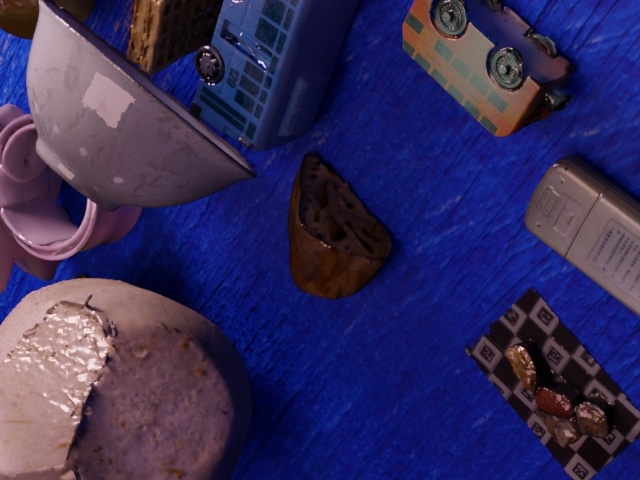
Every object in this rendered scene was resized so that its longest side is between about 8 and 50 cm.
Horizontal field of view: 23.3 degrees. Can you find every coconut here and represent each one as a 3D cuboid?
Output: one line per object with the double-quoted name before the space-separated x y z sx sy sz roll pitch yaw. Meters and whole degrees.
"coconut" -0.278 0.220 1.951 0.360 0.346 0.346 -10 103 65

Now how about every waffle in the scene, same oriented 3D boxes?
"waffle" -0.160 -0.257 1.758 0.042 0.148 0.102 25 124 20

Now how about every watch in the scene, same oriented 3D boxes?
"watch" -0.348 -0.051 2.010 0.217 0.211 0.248 4 103 33

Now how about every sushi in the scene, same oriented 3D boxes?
"sushi" 0.241 0.161 1.660 0.201 0.031 0.139 50 135 14

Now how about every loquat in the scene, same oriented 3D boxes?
"loquat" -0.357 -0.323 1.915 0.195 0.152 0.152 6 113 32

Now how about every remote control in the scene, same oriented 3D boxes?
"remote control" 0.307 0.015 1.526 0.233 0.038 0.098 40 132 21

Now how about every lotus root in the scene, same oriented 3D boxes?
"lotus root" 0.001 0.002 1.770 0.159 0.095 0.135 42 136 28

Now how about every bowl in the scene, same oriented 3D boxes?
"bowl" -0.234 -0.122 1.760 0.313 0.313 0.146 41 94 22

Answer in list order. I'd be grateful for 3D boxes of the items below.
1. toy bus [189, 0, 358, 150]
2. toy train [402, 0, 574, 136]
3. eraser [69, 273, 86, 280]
"toy bus" -0.047 -0.215 1.694 0.133 0.116 0.234 37 129 22
"toy train" 0.165 -0.183 1.542 0.188 0.072 0.099 47 133 17
"eraser" -0.344 0.119 2.177 0.097 0.045 0.122 -23 94 47
